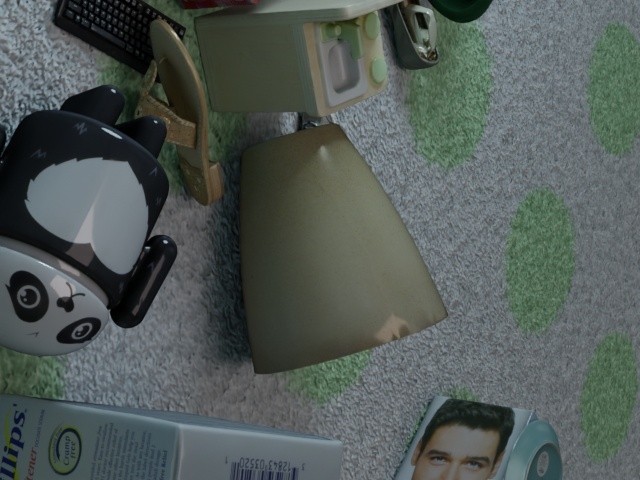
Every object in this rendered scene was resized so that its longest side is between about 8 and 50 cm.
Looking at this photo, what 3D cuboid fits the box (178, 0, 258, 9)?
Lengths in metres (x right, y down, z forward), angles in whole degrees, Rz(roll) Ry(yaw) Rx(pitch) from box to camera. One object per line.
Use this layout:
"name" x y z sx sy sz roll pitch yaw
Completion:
"box" -0.090 -0.406 1.455 0.257 0.123 0.128 -60 136 -30

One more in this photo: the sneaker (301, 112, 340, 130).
"sneaker" -0.006 -0.128 1.653 0.058 0.052 0.135 -30 116 -43

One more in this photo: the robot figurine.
"robot figurine" -0.257 -0.020 1.233 0.173 0.209 0.278 98 13 -67

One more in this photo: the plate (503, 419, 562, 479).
"plate" 0.329 0.366 1.854 0.188 0.024 0.188 -10 102 -52

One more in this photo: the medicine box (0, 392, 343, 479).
"medicine box" -0.171 0.255 1.280 0.263 0.289 0.149 18 77 -52

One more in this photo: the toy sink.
"toy sink" -0.009 -0.228 1.489 0.153 0.234 0.131 -31 117 -48

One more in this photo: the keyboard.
"keyboard" -0.219 -0.259 1.385 0.180 0.023 0.108 27 72 -51

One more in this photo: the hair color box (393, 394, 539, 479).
"hair color box" 0.196 0.427 1.859 0.374 0.185 0.113 -59 135 -30

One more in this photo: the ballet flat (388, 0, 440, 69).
"ballet flat" 0.131 -0.351 1.793 0.072 0.068 0.213 -45 127 -40

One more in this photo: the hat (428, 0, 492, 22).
"hat" 0.261 -0.429 1.845 0.183 0.208 0.173 -13 135 -34

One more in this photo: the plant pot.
"plant pot" 0.000 0.000 1.548 0.256 0.256 0.274 -17 91 -50

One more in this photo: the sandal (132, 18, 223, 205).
"sandal" -0.178 -0.129 1.406 0.079 0.088 0.240 -32 130 -24
